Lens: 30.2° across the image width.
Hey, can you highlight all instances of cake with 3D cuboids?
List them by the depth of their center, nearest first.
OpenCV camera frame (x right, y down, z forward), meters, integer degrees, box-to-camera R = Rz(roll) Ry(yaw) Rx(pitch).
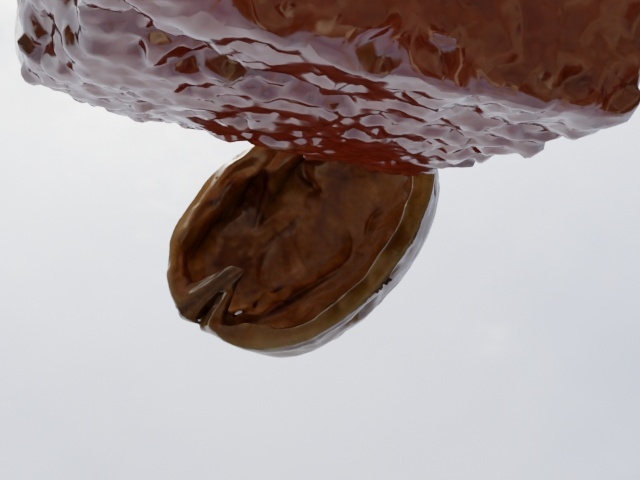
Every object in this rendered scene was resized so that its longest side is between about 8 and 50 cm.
[{"bbox_3d":[0.001,-0.213,0.590,0.270,0.269,0.320,10,-96,-21],"label":"cake"}]

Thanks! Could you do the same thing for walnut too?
[{"bbox_3d":[0.002,0.000,0.811,0.211,0.087,0.167,-39,-129,6],"label":"walnut"}]
